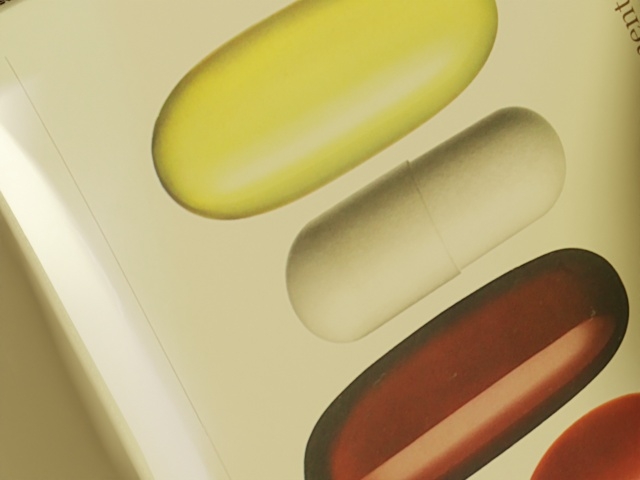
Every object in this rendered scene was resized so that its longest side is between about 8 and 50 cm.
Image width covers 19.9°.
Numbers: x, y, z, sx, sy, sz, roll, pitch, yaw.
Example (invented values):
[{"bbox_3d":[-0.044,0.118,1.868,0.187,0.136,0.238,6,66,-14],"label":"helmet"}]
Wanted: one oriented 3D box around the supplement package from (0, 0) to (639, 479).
[{"bbox_3d":[0.000,0.000,0.489,0.203,0.149,0.194,-33,104,-27],"label":"supplement package"}]
